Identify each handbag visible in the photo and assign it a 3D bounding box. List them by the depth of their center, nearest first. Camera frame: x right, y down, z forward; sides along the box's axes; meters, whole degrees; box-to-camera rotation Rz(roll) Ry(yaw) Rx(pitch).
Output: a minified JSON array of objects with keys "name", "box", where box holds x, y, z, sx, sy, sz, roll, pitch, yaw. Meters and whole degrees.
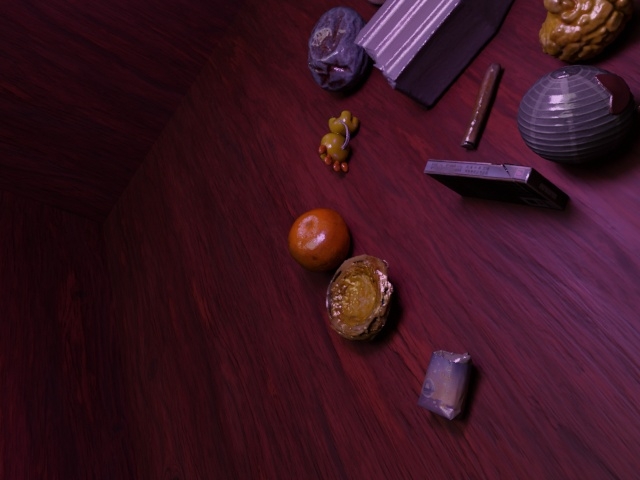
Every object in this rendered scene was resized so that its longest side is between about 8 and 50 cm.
[{"name":"handbag","box":[0.322,0.353,1.484,0.117,0.095,0.173,14,90,46]}]

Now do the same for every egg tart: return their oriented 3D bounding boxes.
[{"name":"egg tart","box":[0.135,0.170,1.783,0.291,0.107,0.290,-23,59,45]}]

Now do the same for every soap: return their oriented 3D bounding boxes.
[{"name":"soap","box":[0.360,-0.688,1.862,0.435,0.213,0.350,-49,39,22]}]

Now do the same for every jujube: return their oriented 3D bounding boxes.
[{"name":"jujube","box":[0.075,-0.704,2.208,0.247,0.215,0.308,15,79,28]}]

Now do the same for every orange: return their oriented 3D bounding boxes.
[{"name":"orange","box":[0.000,0.000,1.974,0.224,0.170,0.224,-16,51,21]}]

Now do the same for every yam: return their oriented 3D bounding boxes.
[{"name":"yam","box":[0.469,-0.392,1.717,0.046,0.046,0.263,15,83,52]}]

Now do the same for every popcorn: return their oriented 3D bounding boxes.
[{"name":"popcorn","box":[0.645,-0.563,1.473,0.200,0.203,0.226,-57,20,-4]}]

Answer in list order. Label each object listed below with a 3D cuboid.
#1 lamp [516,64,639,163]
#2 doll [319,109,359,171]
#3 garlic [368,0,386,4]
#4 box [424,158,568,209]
[{"name":"lamp","box":[0.592,-0.297,1.374,0.233,0.233,0.265,-61,36,8]},{"name":"doll","box":[0.064,-0.347,2.114,0.135,0.143,0.220,-16,49,43]},{"name":"garlic","box":[0.250,-0.988,2.211,0.196,0.151,0.338,-47,42,4]},{"name":"box","box":[0.442,-0.147,1.515,0.325,0.180,0.047,15,82,52]}]
